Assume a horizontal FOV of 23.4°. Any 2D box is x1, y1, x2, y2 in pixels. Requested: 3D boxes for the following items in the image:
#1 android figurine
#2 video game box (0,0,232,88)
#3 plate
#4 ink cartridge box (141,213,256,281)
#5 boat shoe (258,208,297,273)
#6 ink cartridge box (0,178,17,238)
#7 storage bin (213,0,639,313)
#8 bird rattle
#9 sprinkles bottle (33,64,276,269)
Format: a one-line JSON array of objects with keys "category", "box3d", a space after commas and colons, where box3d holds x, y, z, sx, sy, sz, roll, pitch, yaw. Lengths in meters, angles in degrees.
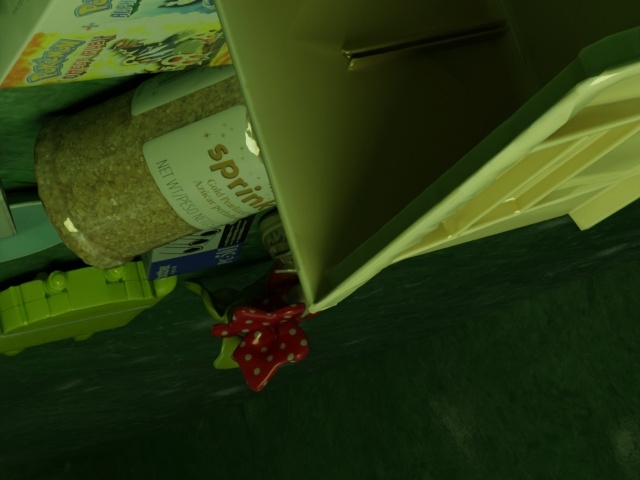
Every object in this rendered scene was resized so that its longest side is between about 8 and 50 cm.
[{"category": "android figurine", "box3d": [-0.276, 0.070, 1.670, 0.248, 0.056, 0.273, -12, 169, -21]}, {"category": "video game box", "box3d": [-0.074, -0.150, 0.866, 0.187, 0.048, 0.205, -8, 167, -28]}, {"category": "plate", "box3d": [-0.284, -0.010, 1.330, 0.188, 0.024, 0.188, -16, 170, -3]}, {"category": "ink cartridge box", "box3d": [-0.123, -0.011, 1.506, 0.097, 0.046, 0.207, -13, 169, -11]}, {"category": "boat shoe", "box3d": [0.000, 0.000, 1.627, 0.105, 0.089, 0.285, -15, 170, -10]}, {"category": "ink cartridge box", "box3d": [-0.308, -0.028, 1.067, 0.175, 0.072, 0.127, -14, 169, -10]}, {"category": "storage bin", "box3d": [0.047, -0.142, 0.499, 0.123, 0.262, 0.260, -13, 169, -19]}, {"category": "bird rattle", "box3d": [-0.053, 0.065, 1.807, 0.207, 0.143, 0.253, -37, -175, -18]}, {"category": "sprinkles bottle", "box3d": [-0.022, -0.089, 1.056, 0.355, 0.121, 0.121, -20, 169, 22]}]
